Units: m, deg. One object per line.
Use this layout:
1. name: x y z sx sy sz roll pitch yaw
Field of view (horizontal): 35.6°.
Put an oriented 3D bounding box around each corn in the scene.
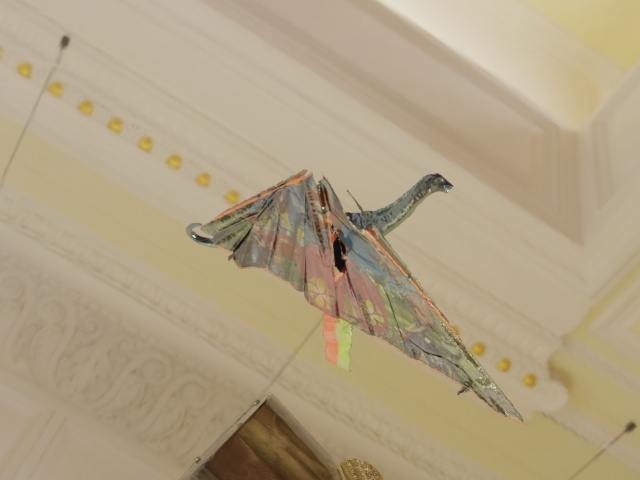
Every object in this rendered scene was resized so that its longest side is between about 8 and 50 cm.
1. corn: 0.065 0.406 1.541 0.097 0.097 0.261 31 -179 -8

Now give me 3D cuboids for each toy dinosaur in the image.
1. toy dinosaur: 0.007 0.009 1.232 0.076 0.362 0.147 -52 -52 -55

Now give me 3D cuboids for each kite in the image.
1. kite: 0.014 0.030 0.560 0.241 0.183 0.014 30 -120 23

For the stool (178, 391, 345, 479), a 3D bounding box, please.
1. stool: -0.033 0.333 1.180 0.264 0.179 0.179 47 -147 1
